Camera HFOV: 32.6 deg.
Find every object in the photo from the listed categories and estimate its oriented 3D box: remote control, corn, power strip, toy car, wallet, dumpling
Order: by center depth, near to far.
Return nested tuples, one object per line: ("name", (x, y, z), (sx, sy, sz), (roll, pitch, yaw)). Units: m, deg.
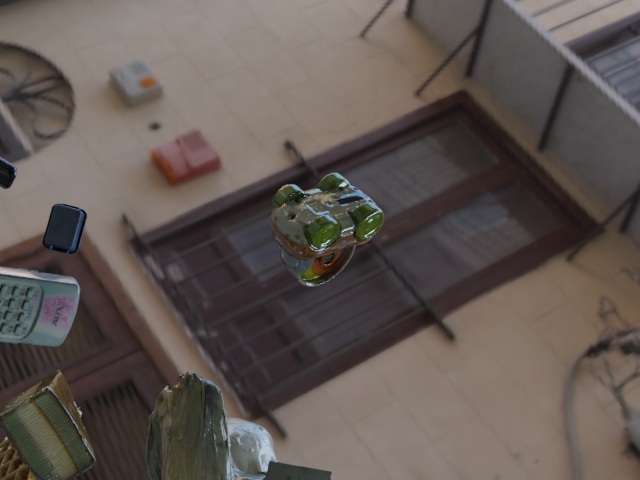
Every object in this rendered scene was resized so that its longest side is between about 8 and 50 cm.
("corn", (-0.200, 0.366, 1.741), (0.123, 0.122, 0.305), (-42, -132, 45))
("power strip", (-0.045, 0.423, 1.943), (0.019, 0.136, 0.051), (86, 13, -73))
("remote control", (-0.624, 0.116, 2.046), (0.050, 0.344, 0.145), (41, -65, 51))
("dumpling", (-0.146, 0.437, 2.185), (0.258, 0.193, 0.147), (27, -80, 64))
("toy car", (0.000, 0.000, 2.189), (0.145, 0.235, 0.235), (43, -33, 35))
("wallet", (-0.767, -0.194, 2.317), (0.221, 0.071, 0.262), (27, -4, -28))

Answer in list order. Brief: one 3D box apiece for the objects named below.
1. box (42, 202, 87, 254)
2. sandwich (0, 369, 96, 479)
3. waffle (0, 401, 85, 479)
("box", (-0.519, -0.026, 2.216), (0.054, 0.074, 0.099), (149, -45, -77))
("sandwich", (-0.343, 0.240, 1.398), (0.113, 0.079, 0.163), (60, -8, -6))
("waffle", (-0.583, 0.439, 2.160), (0.062, 0.329, 0.329), (42, -16, -25))
